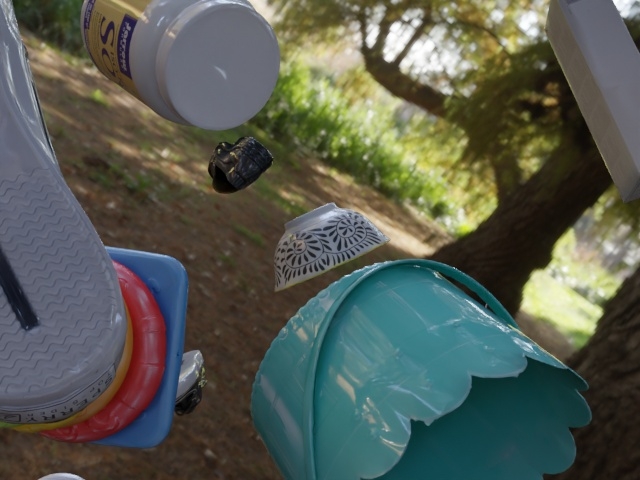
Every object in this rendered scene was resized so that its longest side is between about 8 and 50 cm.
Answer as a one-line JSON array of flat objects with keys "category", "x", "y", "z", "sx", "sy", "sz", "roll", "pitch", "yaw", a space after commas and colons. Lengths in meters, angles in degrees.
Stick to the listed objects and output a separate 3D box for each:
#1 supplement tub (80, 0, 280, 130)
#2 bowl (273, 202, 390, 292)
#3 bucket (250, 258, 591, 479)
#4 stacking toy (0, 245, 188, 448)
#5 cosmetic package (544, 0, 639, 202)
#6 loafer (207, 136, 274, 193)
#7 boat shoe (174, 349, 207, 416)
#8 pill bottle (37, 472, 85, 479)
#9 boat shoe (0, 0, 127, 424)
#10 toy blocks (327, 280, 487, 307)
[{"category": "supplement tub", "x": -0.239, "y": -0.333, "z": 1.412, "sx": 0.241, "sy": 0.241, "sz": 0.331, "roll": 28, "pitch": 6, "yaw": -43}, {"category": "bowl", "x": 0.000, "y": 0.000, "z": 1.115, "sx": 0.080, "sy": 0.170, "sz": 0.170, "roll": 65, "pitch": 11, "yaw": 1}, {"category": "bucket", "x": 0.083, "y": 0.162, "z": 0.757, "sx": 0.281, "sy": 0.281, "sz": 0.183, "roll": 26, "pitch": 12, "yaw": -47}, {"category": "stacking toy", "x": -0.232, "y": 0.081, "z": 0.620, "sx": 0.166, "sy": 0.175, "sz": 0.302, "roll": 5, "pitch": -4, "yaw": 14}, {"category": "cosmetic package", "x": 0.324, "y": -0.170, "z": 0.928, "sx": 0.099, "sy": 0.061, "sz": 0.239, "roll": 63, "pitch": 8, "yaw": -74}, {"category": "loafer", "x": -0.118, "y": -0.089, "z": 1.064, "sx": 0.062, "sy": 0.061, "sz": 0.170, "roll": 42, "pitch": -17, "yaw": -12}, {"category": "boat shoe", "x": -0.218, "y": 0.235, "z": 1.312, "sx": 0.228, "sy": 0.080, "sz": 0.076, "roll": -124, "pitch": -167, "yaw": -85}, {"category": "pill bottle", "x": -0.431, "y": 0.506, "z": 1.463, "sx": 0.146, "sy": 0.146, "sz": 0.264, "roll": 40, "pitch": -21, "yaw": 19}, {"category": "boat shoe", "x": -0.199, "y": -0.055, "z": 0.414, "sx": 0.335, "sy": 0.121, "sz": 0.119, "roll": 65, "pitch": -27, "yaw": 15}, {"category": "toy blocks", "x": 0.152, "y": 0.227, "z": 1.151, "sx": 0.309, "sy": 0.288, "sz": 0.260, "roll": 23, "pitch": 8, "yaw": 31}]
